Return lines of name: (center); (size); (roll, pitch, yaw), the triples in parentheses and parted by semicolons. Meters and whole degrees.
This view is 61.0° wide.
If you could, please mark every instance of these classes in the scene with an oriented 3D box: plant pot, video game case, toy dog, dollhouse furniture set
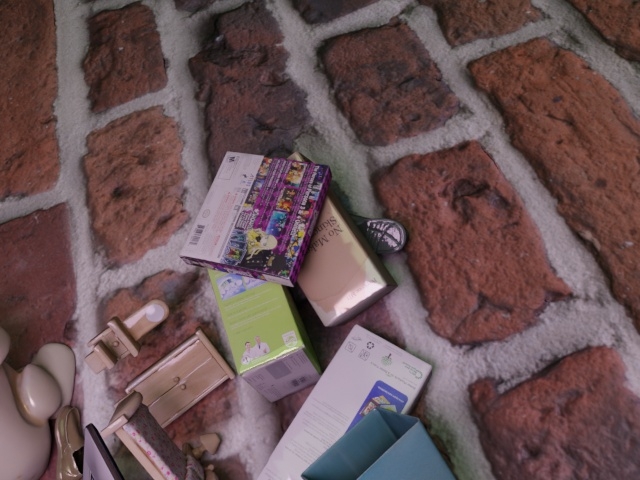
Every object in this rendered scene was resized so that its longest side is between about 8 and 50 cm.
plant pot: (0.120, 0.401, 0.802); (0.166, 0.165, 0.234); (-36, 91, -20)
video game case: (-0.111, -0.046, 0.965); (0.210, 0.042, 0.232); (10, 64, 17)
toy dog: (-0.658, 0.294, 0.909); (0.285, 0.408, 0.395); (-16, 59, 2)
dollhouse furniture set: (-0.239, 0.253, 0.874); (0.174, 0.355, 0.303); (-37, 99, -10)

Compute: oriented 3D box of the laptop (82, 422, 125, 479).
laptop: (-0.375, 0.574, 0.802); (0.236, 0.407, 0.382); (-19, 52, -40)

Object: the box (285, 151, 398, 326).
box: (0.000, 0.000, 1.053); (0.148, 0.121, 0.311); (-37, 74, 10)

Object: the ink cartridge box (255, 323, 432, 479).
ink cartridge box: (0.046, 0.326, 0.952); (0.165, 0.065, 0.332); (28, 68, 24)

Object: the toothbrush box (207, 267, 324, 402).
toothbrush box: (-0.108, 0.129, 1.011); (0.122, 0.206, 0.283); (-24, 58, -2)

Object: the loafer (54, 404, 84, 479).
loafer: (-0.466, 0.385, 1.027); (0.050, 0.056, 0.148); (-13, 69, 3)

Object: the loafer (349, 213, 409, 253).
loafer: (0.055, -0.016, 1.149); (0.268, 0.084, 0.096); (9, 94, 20)
